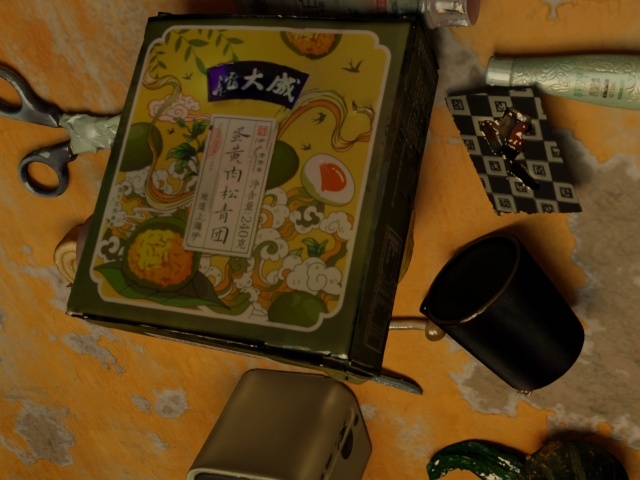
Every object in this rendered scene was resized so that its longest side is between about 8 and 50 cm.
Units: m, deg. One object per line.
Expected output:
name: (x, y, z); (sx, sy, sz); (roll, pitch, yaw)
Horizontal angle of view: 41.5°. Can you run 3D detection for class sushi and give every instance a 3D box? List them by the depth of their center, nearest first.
sushi: (0.259, -0.117, 1.105); (0.139, 0.031, 0.201); (3, 132, 44)

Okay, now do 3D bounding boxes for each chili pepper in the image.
chili pepper: (0.328, 0.428, 1.519); (0.278, 0.065, 0.122); (16, 142, 14)

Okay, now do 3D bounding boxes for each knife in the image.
knife: (0.080, 0.236, 1.478); (0.210, 0.015, 0.028); (14, 136, 0)

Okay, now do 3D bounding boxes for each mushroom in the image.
mushroom: (0.079, 0.171, 1.434); (0.306, 0.043, 0.068); (-20, 98, 38)

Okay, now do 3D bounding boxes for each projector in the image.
projector: (-0.068, 0.415, 1.558); (0.248, 0.249, 0.249); (1, 127, 24)

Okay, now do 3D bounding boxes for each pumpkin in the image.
pumpkin: (0.419, 0.421, 1.405); (0.190, 0.146, 0.191); (-6, 111, -15)

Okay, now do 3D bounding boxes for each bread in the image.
bread: (-0.404, 0.045, 1.516); (0.149, 0.073, 0.122); (38, 131, -9)

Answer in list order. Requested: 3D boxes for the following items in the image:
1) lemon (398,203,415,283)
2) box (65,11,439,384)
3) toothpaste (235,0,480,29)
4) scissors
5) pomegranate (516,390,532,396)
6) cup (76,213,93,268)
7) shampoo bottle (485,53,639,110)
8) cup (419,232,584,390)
lemon: (-0.004, 0.001, 1.192); (0.263, 0.236, 0.236); (-6, 128, 53)
box: (-0.077, -0.065, 1.036); (0.372, 0.421, 0.138); (7, 166, 23)
toothpaste: (0.032, -0.294, 1.042); (0.323, 0.066, 0.100); (7, 131, 26)
scissors: (-0.364, -0.166, 1.350); (0.383, 0.029, 0.256); (3, 130, 21)
pomegranate: (0.332, 0.197, 1.303); (0.073, 0.085, 0.073); (0, 166, 0)
cup: (-0.230, 0.029, 1.367); (0.200, 0.192, 0.253); (-15, 150, 30)
shampoo bottle: (0.296, -0.197, 1.014); (0.190, 0.041, 0.069); (10, 138, 18)
cup: (0.260, 0.097, 1.241); (0.166, 0.239, 0.177); (-47, 111, 0)
